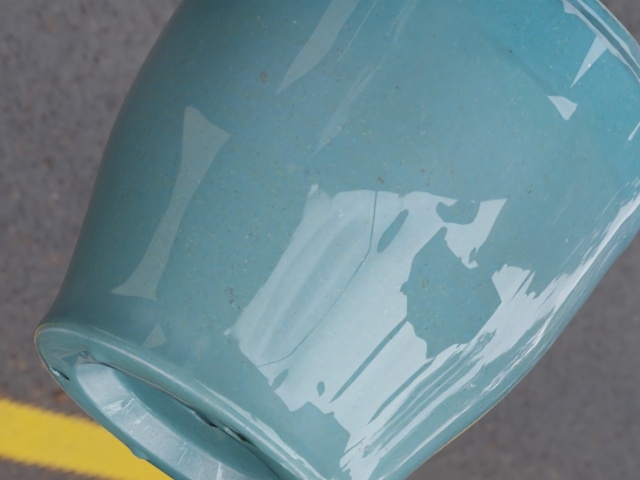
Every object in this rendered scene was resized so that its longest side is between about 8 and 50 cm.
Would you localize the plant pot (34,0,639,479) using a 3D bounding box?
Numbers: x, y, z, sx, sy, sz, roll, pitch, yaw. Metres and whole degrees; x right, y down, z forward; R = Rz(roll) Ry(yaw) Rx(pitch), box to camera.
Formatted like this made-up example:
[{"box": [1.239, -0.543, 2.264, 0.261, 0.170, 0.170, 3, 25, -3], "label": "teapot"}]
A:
[{"box": [0.000, 0.000, 0.971, 0.255, 0.271, 0.271, -56, 157, -19], "label": "plant pot"}]
